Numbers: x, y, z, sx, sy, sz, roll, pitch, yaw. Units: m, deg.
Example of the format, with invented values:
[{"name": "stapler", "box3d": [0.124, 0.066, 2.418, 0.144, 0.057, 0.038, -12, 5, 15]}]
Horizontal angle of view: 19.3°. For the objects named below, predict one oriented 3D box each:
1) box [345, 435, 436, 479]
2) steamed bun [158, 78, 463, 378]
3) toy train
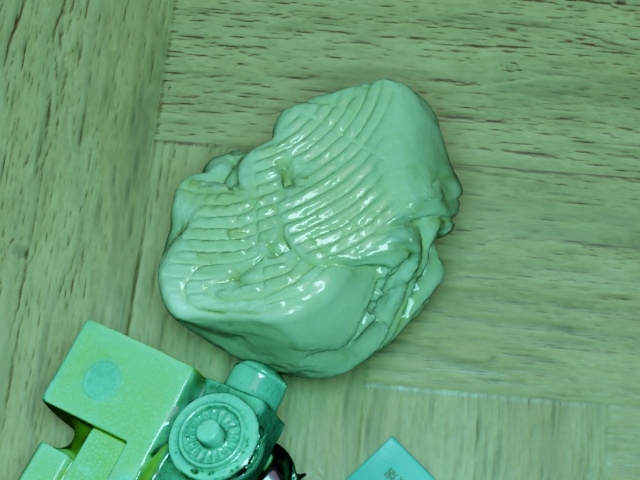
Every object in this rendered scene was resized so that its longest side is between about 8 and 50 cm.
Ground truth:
[{"name": "box", "box3d": [0.044, 0.327, 1.836, 0.229, 0.041, 0.162, -42, 73, -11]}, {"name": "steamed bun", "box3d": [0.003, 0.000, 1.877, 0.276, 0.203, 0.289, 4, 60, 22]}, {"name": "toy train", "box3d": [-0.192, 0.272, 1.796, 0.253, 0.160, 0.397, 22, 75, 25]}]
